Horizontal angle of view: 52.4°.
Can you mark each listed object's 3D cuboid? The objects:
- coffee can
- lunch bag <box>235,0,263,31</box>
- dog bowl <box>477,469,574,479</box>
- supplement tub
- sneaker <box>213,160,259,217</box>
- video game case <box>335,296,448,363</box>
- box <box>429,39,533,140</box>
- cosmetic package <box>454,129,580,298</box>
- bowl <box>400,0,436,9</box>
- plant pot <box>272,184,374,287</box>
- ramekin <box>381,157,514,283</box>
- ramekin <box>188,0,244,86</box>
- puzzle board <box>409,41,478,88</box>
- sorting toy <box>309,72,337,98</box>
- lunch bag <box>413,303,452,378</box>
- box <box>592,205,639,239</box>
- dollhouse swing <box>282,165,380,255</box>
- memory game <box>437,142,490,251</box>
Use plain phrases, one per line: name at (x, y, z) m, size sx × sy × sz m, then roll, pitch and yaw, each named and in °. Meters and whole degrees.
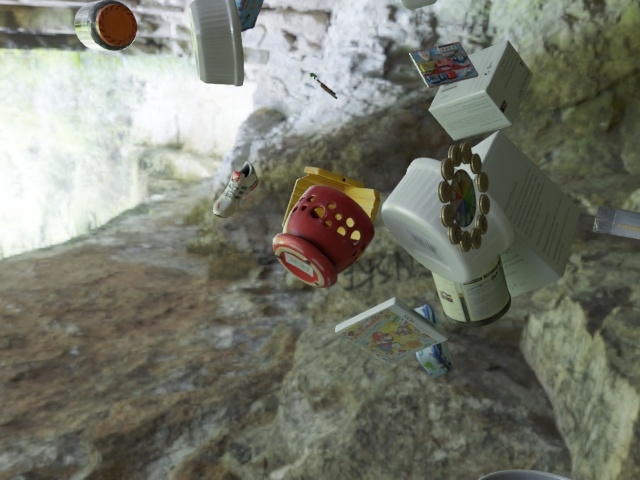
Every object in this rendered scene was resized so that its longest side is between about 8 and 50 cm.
coffee can at (0.417, 0.079, 1.854) m, size 0.201 × 0.276 × 0.202 m, roll -16°, pitch -151°, yaw 9°
lunch bag at (-0.334, -0.848, 2.145) m, size 0.138 × 0.293 × 0.221 m, roll -44°, pitch 177°, yaw -31°
dog bowl at (0.456, 0.586, 1.369) m, size 0.264 × 0.104 × 0.265 m, roll 0°, pitch -176°, yaw 0°
supplement tub at (-0.512, -0.515, 1.562) m, size 0.116 × 0.117 × 0.190 m, roll -8°, pitch -161°, yaw -32°
sneaker at (-0.210, -0.128, 1.574) m, size 0.057 × 0.075 × 0.161 m, roll 23°, pitch -125°, yaw 23°
video game case at (0.188, 0.246, 1.735) m, size 0.227 × 0.206 × 0.026 m, roll -32°, pitch -146°, yaw 40°
box at (0.393, -0.364, 1.596) m, size 0.119 × 0.181 × 0.181 m, roll 42°, pitch 151°, yaw -27°
cosmetic package at (0.549, -0.059, 2.083) m, size 0.329 × 0.393 × 0.327 m, roll -37°, pitch -164°, yaw 51°
bowl at (0.349, -0.831, 2.212) m, size 0.142 × 0.053 × 0.142 m, roll -9°, pitch -150°, yaw 25°
plant pot at (0.000, 0.000, 1.464) m, size 0.191 × 0.191 × 0.174 m, roll 15°, pitch -121°, yaw 42°
ramekin at (0.262, -0.034, 1.398) m, size 0.135 × 0.277 × 0.277 m, roll -48°, pitch -147°, yaw -12°
ramekin at (-0.304, -0.579, 1.887) m, size 0.127 × 0.273 × 0.273 m, roll -8°, pitch -163°, yaw -11°
puzzle board at (0.264, -0.377, 1.388) m, size 0.128 × 0.097 × 0.011 m, roll -17°, pitch 160°, yaw -20°
sorting toy at (0.007, -0.381, 1.594) m, size 0.083 × 0.012 × 0.062 m, roll 35°, pitch -164°, yaw -24°
lunch bag at (0.368, 0.336, 2.183) m, size 0.090 × 0.176 × 0.219 m, roll -23°, pitch -140°, yaw 18°
box at (0.692, -0.031, 1.394) m, size 0.182 × 0.056 × 0.231 m, roll 12°, pitch -172°, yaw 25°
dollhouse swing at (0.036, -0.106, 2.682) m, size 0.314 × 0.347 × 0.305 m, roll 18°, pitch -179°, yaw -9°
memory game at (0.244, -0.072, 1.090) m, size 0.012 × 0.186 × 0.186 m, roll -2°, pitch -170°, yaw 39°
